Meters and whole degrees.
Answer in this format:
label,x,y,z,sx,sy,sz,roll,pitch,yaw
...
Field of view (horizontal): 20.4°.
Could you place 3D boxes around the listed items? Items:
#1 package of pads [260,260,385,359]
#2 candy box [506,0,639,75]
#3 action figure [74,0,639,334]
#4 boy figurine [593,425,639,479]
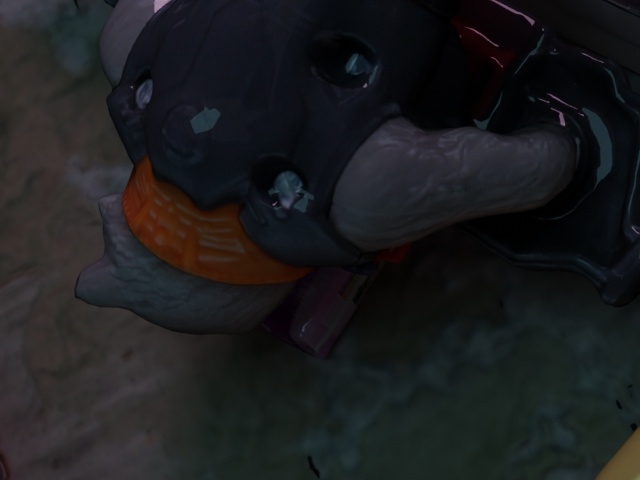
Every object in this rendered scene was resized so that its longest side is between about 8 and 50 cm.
label,x,y,z,sx,sy,sz,roll,pitch,yaw
package of pads,0.000,0.000,0.707,0.050,0.032,0.083,28,81,29
candy box,0.146,-0.169,0.697,0.165,0.070,0.196,32,84,27
action figure,-0.025,-0.122,0.627,0.341,0.178,0.330,26,108,29
boy figurine,0.143,0.119,0.579,0.285,0.092,0.177,-9,70,13
